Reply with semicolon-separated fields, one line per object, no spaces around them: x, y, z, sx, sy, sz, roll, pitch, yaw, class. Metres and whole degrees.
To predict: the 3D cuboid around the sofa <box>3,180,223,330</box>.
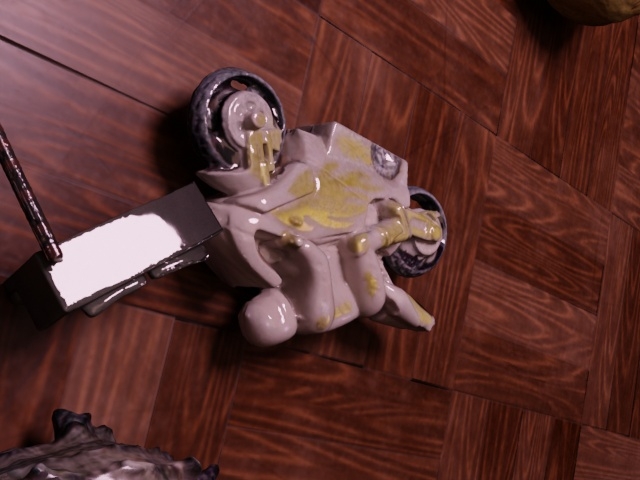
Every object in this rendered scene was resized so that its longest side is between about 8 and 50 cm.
-0.152;0.017;0.606;0.147;0.085;0.060;-31;94;-40;sofa

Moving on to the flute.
-0.232;-0.106;0.528;0.014;0.014;0.269;-25;90;-41;flute

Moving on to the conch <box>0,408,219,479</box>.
-0.173;0.243;0.542;0.313;0.186;0.240;0;118;-61;conch

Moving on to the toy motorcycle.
0.000;0.000;0.743;0.341;0.108;0.222;25;73;-40;toy motorcycle

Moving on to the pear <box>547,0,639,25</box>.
0.372;-0.390;1.041;0.228;0.188;0.211;-39;113;-39;pear
